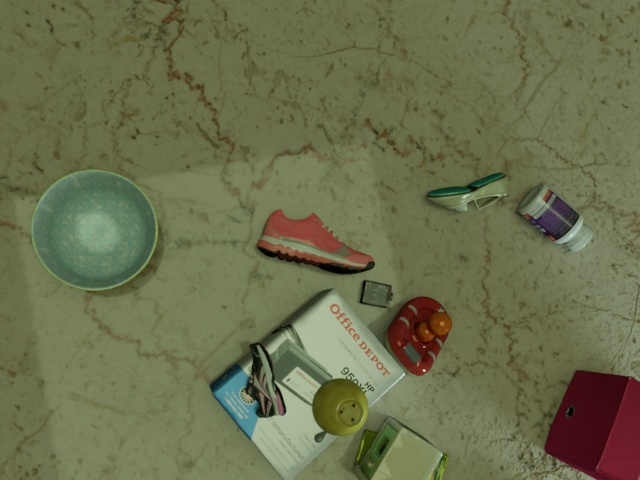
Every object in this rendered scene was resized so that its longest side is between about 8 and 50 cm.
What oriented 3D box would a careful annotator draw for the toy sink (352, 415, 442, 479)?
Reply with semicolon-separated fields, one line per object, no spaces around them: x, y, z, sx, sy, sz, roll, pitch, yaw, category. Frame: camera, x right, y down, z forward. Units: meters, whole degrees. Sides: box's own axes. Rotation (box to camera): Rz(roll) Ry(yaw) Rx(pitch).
0.172;0.577;1.749;0.131;0.153;0.234;33;85;-4;toy sink

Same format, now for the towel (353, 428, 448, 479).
0.212;0.575;1.838;0.237;0.021;0.102;19;79;-7;towel

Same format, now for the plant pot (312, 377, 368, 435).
0.055;0.392;1.628;0.134;0.095;0.134;1;84;-11;plant pot

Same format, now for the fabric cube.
0.789;0.508;1.826;0.259;0.258;0.254;28;80;-5;fabric cube

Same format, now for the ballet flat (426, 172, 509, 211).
0.412;-0.120;1.937;0.248;0.086;0.086;-15;86;-12;ballet flat

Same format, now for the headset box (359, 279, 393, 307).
0.152;0.144;1.877;0.083;0.032;0.062;12;81;-6;headset box

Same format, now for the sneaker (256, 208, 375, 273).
0.000;0.000;1.828;0.313;0.116;0.136;14;79;-8;sneaker

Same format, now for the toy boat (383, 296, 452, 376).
0.272;0.228;1.792;0.151;0.151;0.231;51;38;-6;toy boat

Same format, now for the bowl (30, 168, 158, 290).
-0.539;-0.018;1.716;0.289;0.156;0.290;1;83;-9;bowl

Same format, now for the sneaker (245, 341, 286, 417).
-0.140;0.325;1.617;0.077;0.072;0.178;-18;80;0;sneaker

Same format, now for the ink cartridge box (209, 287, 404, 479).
-0.034;0.348;1.751;0.395;0.166;0.285;-40;91;-13;ink cartridge box

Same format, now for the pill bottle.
0.656;-0.060;1.952;0.193;0.108;0.108;40;78;-3;pill bottle
